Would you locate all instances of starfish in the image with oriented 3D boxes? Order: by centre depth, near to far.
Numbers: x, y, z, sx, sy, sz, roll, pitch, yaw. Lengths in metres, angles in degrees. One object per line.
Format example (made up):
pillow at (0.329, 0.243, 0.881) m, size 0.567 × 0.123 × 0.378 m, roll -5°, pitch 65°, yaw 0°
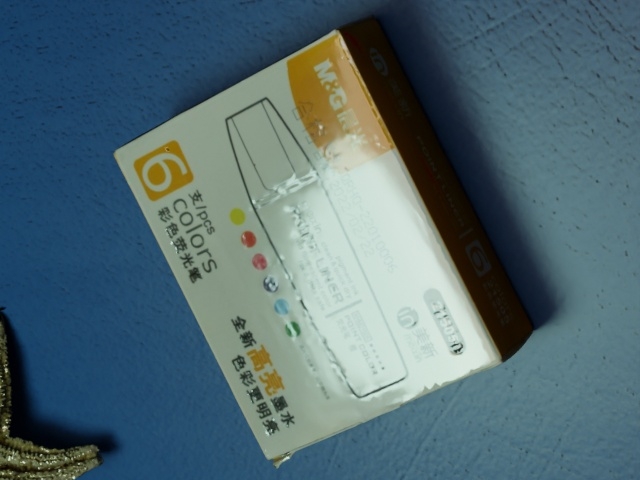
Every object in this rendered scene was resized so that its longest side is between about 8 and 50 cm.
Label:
starfish at (-0.299, 0.174, 1.542) m, size 0.240 × 0.043 × 0.227 m, roll -9°, pitch 71°, yaw -1°

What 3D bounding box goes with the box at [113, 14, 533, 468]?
box at (0.000, 0.000, 1.383) m, size 0.220 × 0.091 × 0.274 m, roll -28°, pitch 90°, yaw 26°
